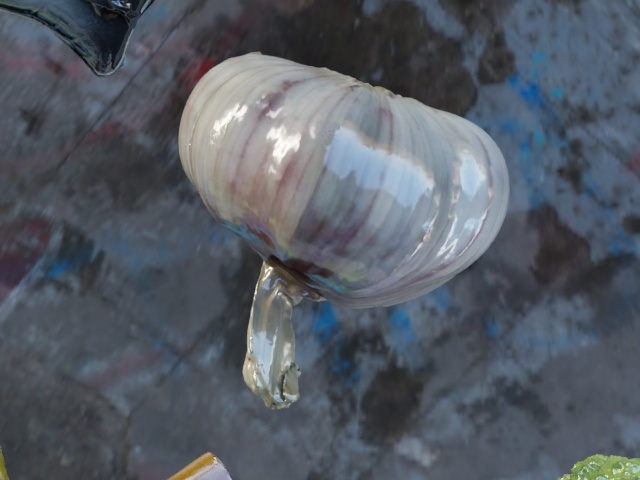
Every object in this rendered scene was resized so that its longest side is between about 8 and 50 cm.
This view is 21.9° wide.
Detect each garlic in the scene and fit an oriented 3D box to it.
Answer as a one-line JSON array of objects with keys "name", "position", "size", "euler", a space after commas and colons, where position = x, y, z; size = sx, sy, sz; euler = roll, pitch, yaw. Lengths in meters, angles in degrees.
[{"name": "garlic", "position": [0.000, 0.000, 1.198], "size": [0.245, 0.245, 0.253], "euler": [20, 86, -4]}]

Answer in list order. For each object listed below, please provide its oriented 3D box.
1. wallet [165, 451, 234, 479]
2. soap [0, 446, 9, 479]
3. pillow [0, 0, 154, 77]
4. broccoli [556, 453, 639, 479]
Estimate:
[{"name": "wallet", "position": [-0.089, 0.248, 1.038], "size": [0.161, 0.042, 0.195], "euler": [-35, 120, -25]}, {"name": "soap", "position": [-0.362, 0.187, 1.627], "size": [0.339, 0.304, 0.169], "euler": [-1, 96, 29]}, {"name": "pillow", "position": [-0.187, -0.186, 1.198], "size": [0.136, 0.055, 0.091], "euler": [26, 121, -19]}, {"name": "broccoli", "position": [0.363, 0.303, 1.619], "size": [0.302, 0.254, 0.186], "euler": [14, 68, 4]}]
